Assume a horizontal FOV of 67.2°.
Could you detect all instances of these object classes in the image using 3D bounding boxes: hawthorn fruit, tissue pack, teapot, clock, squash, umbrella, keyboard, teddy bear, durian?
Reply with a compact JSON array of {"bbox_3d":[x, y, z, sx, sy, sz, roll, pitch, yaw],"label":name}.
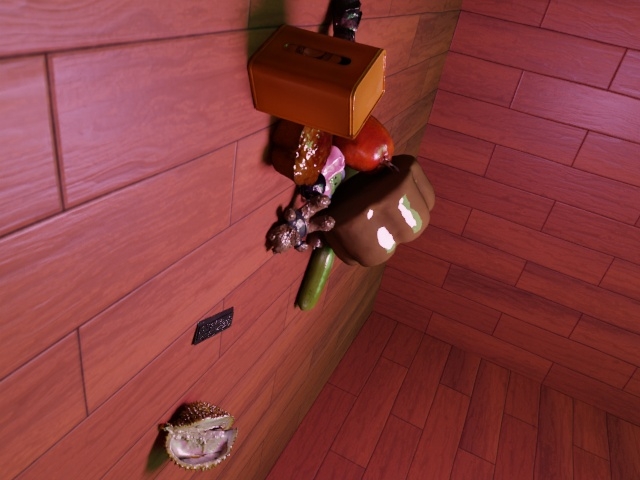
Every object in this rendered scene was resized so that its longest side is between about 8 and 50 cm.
[{"bbox_3d":[0.181,-0.338,1.774,0.211,0.299,0.211,-44,159,-22],"label":"hawthorn fruit"},{"bbox_3d":[-0.003,-0.388,1.155,0.195,0.274,0.145,-59,161,-31],"label":"tissue pack"},{"bbox_3d":[0.000,0.000,1.955,0.085,0.110,0.080,-140,-116,-72],"label":"teapot"},{"bbox_3d":[0.003,-0.213,1.701,0.196,0.100,0.194,-51,158,-23],"label":"clock"},{"bbox_3d":[-0.009,0.132,2.090,0.379,0.101,0.101,-71,163,4],"label":"squash"},{"bbox_3d":[0.067,-0.567,1.385,0.090,0.094,0.327,7,88,-45],"label":"umbrella"},{"bbox_3d":[-0.312,0.253,1.436,0.196,0.015,0.074,-16,125,-70],"label":"keyboard"},{"bbox_3d":[-0.073,-0.047,1.630,0.251,0.129,0.182,-34,119,-22],"label":"teddy bear"},{"bbox_3d":[-0.381,0.575,1.441,0.237,0.137,0.194,34,65,-30],"label":"durian"}]

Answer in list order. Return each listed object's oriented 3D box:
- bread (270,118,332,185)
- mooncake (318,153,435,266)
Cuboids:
[{"bbox_3d":[-0.041,-0.285,1.404,0.246,0.135,0.232,-31,139,-63],"label":"bread"},{"bbox_3d":[0.224,-0.116,1.887,0.262,0.466,0.467,53,47,-18],"label":"mooncake"}]
